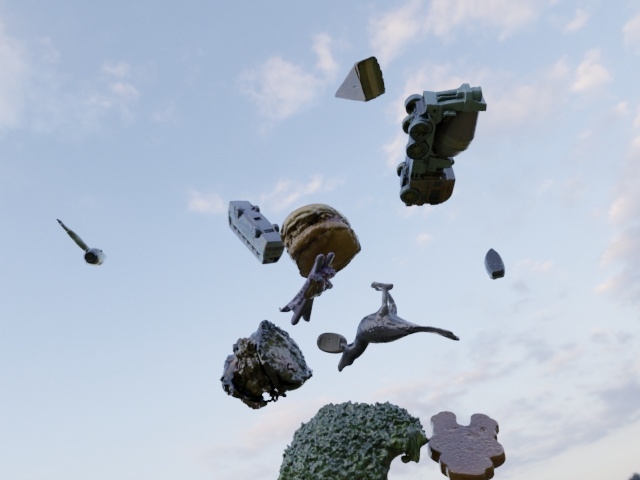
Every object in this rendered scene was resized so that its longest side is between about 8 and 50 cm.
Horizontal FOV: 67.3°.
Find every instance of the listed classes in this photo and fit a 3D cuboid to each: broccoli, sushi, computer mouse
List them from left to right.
[{"bbox_3d":[-0.171,0.379,1.420,0.219,0.225,0.238,-40,-1,8],"label":"sushi"},{"bbox_3d":[0.037,0.322,1.500,0.096,0.065,0.039,3,-25,11],"label":"computer mouse"},{"bbox_3d":[0.078,0.518,1.173,0.376,0.249,0.302,-33,-45,4],"label":"broccoli"}]

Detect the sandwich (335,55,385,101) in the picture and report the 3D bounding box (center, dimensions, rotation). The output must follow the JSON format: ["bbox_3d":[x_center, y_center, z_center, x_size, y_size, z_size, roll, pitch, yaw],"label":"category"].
[{"bbox_3d":[0.101,-0.473,1.390,0.079,0.163,0.113,-30,-57,-20],"label":"sandwich"}]

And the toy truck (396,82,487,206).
[{"bbox_3d":[0.233,-0.186,0.957,0.140,0.107,0.256,1,-45,2],"label":"toy truck"}]

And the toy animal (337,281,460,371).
[{"bbox_3d":[0.175,0.203,1.242,0.367,0.205,0.081,-26,-30,36],"label":"toy animal"}]

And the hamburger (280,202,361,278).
[{"bbox_3d":[0.000,0.000,1.543,0.245,0.163,0.244,-18,-40,-16],"label":"hamburger"}]

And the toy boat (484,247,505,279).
[{"bbox_3d":[0.560,0.081,1.548,0.059,0.140,0.066,-9,-55,14],"label":"toy boat"}]

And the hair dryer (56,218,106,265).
[{"bbox_3d":[-0.815,0.017,1.660,0.067,0.199,0.167,-44,-8,-12],"label":"hair dryer"}]

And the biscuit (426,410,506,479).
[{"bbox_3d":[0.350,0.501,1.168,0.186,0.044,0.295,-5,6,19],"label":"biscuit"}]

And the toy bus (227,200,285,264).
[{"bbox_3d":[-0.265,-0.041,1.938,0.109,0.330,0.135,-7,-54,-37],"label":"toy bus"}]

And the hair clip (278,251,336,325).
[{"bbox_3d":[-0.025,0.155,1.470,0.137,0.090,0.278,-5,-41,-47],"label":"hair clip"}]
